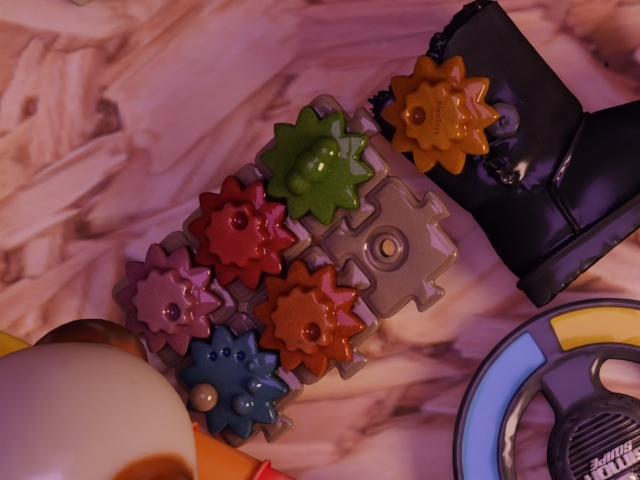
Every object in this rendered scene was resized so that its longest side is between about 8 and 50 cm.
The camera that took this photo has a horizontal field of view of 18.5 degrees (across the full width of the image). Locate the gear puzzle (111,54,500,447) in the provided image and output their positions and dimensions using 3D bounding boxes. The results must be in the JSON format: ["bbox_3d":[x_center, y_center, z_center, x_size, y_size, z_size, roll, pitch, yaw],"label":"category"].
[{"bbox_3d":[0.000,0.000,1.419,0.339,0.044,0.175,-42,80,20],"label":"gear puzzle"}]

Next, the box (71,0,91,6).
[{"bbox_3d":[-0.184,-0.258,1.403,0.113,0.275,0.094,-31,81,5],"label":"box"}]

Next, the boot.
[{"bbox_3d":[0.182,-0.101,1.429,0.246,0.094,0.207,-40,84,8],"label":"boot"}]

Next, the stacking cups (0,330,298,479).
[{"bbox_3d":[-0.135,0.150,1.451,0.316,0.096,0.096,21,87,7],"label":"stacking cups"}]

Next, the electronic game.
[{"bbox_3d":[0.210,0.155,1.422,0.229,0.048,0.229,-1,84,7],"label":"electronic game"}]

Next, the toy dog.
[{"bbox_3d":[-0.282,0.166,1.283,0.408,0.284,0.395,-2,116,-19],"label":"toy dog"}]
